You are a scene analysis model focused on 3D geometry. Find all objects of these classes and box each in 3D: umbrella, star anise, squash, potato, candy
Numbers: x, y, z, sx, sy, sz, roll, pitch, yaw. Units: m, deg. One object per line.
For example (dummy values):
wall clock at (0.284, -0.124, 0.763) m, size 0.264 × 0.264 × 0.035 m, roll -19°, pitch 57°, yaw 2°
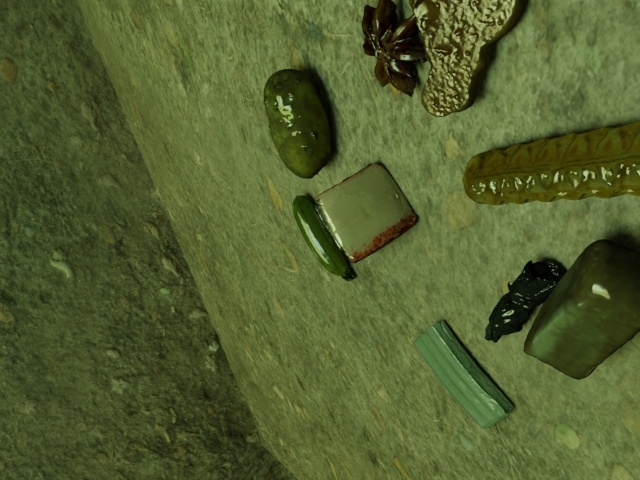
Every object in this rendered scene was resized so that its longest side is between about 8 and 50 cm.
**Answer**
umbrella at (0.331, 0.113, 0.909) m, size 0.066 × 0.059 × 0.235 m, roll 10°, pitch 143°, yaw 2°
star anise at (0.114, -0.311, 0.870) m, size 0.168 × 0.057 × 0.167 m, roll 38°, pitch 144°, yaw 35°
squash at (0.000, 0.000, 1.345) m, size 0.252 × 0.066 × 0.066 m, roll 59°, pitch 153°, yaw 2°
potato at (-0.045, -0.243, 1.149) m, size 0.149 × 0.113 × 0.251 m, roll 16°, pitch 139°, yaw 44°
candy at (0.376, 0.104, 0.757) m, size 0.104 × 0.102 × 0.234 m, roll 29°, pitch 146°, yaw 15°

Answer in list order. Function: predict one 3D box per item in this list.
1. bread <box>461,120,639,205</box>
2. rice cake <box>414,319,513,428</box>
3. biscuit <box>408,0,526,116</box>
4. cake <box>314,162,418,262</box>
bread at (0.328, -0.094, 0.695) m, size 0.368 × 0.077 × 0.084 m, roll 1°, pitch 118°, yaw 60°
rice cake at (0.297, 0.286, 1.143) m, size 0.237 × 0.043 × 0.127 m, roll 51°, pitch 153°, yaw 19°
biscuit at (0.186, -0.320, 0.731) m, size 0.184 × 0.047 × 0.319 m, roll 22°, pitch 132°, yaw 38°
cake at (0.100, -0.059, 1.143) m, size 0.158 × 0.160 × 0.262 m, roll 59°, pitch -173°, yaw 2°
